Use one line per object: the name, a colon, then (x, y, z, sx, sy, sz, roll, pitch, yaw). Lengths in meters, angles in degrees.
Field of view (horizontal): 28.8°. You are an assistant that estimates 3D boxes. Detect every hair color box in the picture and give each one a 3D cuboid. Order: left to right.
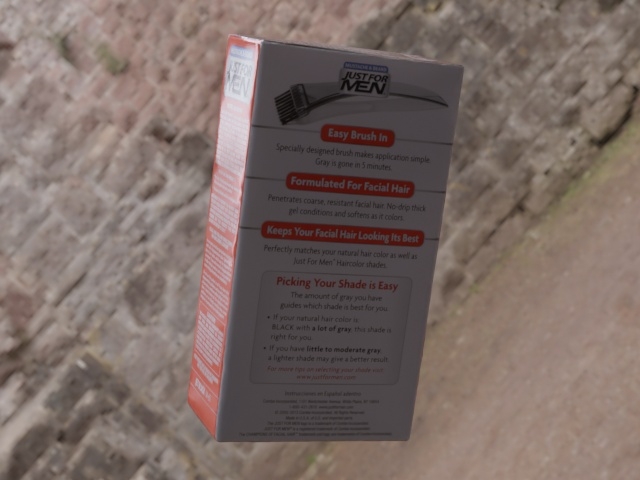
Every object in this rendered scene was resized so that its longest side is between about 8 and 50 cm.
hair color box: (0.000, 0.000, 0.539, 0.053, 0.093, 0.167, -147, 63, -65)
